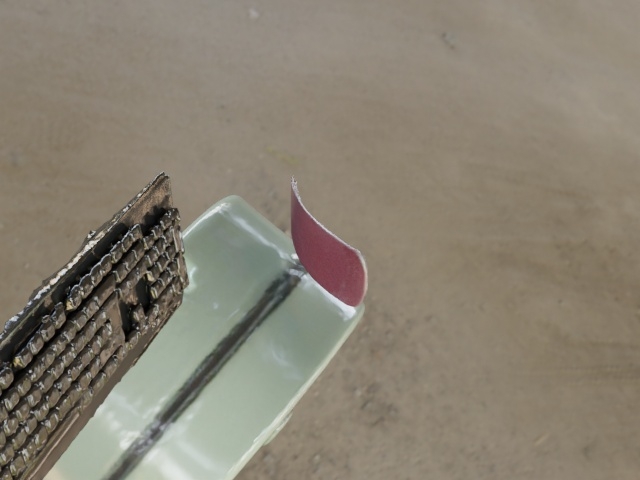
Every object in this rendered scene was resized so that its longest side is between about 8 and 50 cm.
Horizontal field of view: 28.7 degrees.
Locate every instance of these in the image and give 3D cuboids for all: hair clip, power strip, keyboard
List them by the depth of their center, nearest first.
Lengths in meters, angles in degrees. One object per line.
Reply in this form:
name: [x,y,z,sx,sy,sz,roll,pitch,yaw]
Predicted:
keyboard: [-0.097,0.047,0.498,0.015,0.074,0.196,3,31,21]
hair clip: [-0.001,0.000,0.988,0.022,0.054,0.137,-12,37,-23]
power strip: [-0.125,0.138,1.104,0.161,0.357,0.357,40,36,1]
